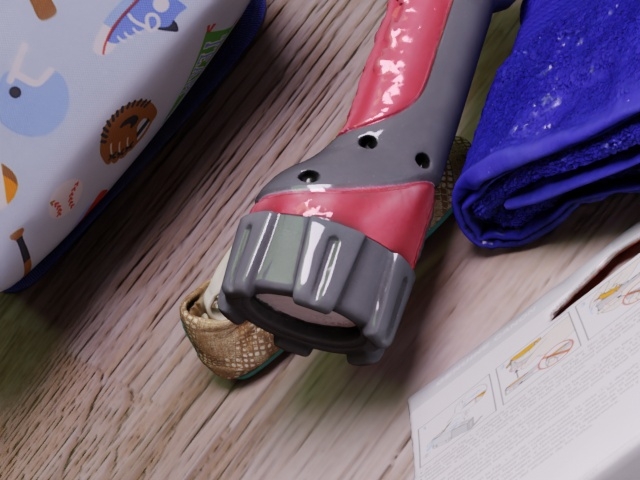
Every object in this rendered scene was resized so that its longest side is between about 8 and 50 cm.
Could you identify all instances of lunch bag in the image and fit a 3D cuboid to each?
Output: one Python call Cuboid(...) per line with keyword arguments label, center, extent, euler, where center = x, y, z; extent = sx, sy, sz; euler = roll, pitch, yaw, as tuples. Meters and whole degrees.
Cuboid(label="lunch bag", center=(-0.205, -0.136, 1.211), extent=(0.328, 0.239, 0.385), euler=(-50, 11, -4))

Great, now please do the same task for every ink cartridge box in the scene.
Cuboid(label="ink cartridge box", center=(0.159, 0.055, 0.779), extent=(0.275, 0.060, 0.239), euler=(-38, 9, 11))

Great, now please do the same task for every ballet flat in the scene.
Cuboid(label="ballet flat", center=(0.000, 0.000, 1.000), extent=(0.206, 0.067, 0.073), euler=(-43, 34, 4))

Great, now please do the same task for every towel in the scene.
Cuboid(label="towel", center=(0.183, -0.153, 0.927), extent=(0.228, 0.076, 0.308), euler=(-20, 39, 48))

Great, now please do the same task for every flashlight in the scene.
Cuboid(label="flashlight", center=(0.033, -0.087, 0.943), extent=(0.103, 0.103, 0.304), euler=(5, 67, 30))
